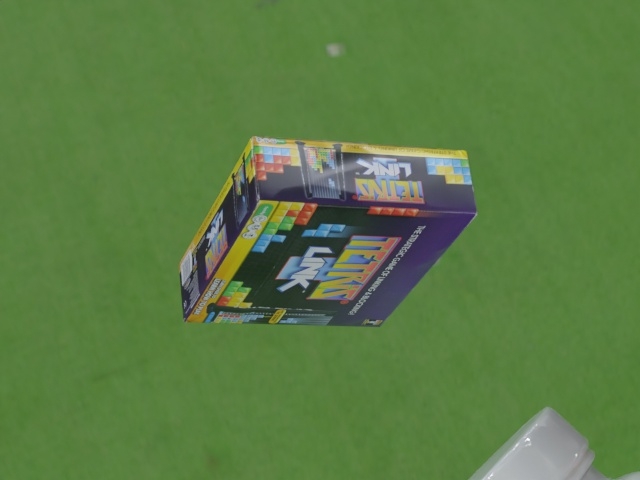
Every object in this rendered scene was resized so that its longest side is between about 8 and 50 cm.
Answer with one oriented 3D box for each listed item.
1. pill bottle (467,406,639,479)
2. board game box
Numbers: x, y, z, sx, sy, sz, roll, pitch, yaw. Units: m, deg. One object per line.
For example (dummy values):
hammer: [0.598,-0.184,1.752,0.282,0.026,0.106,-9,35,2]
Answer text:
pill bottle: [0.223,0.270,1.150,0.318,0.176,0.176,45,67,6]
board game box: [0.000,0.000,1.067,0.141,0.170,0.048,3,62,-19]
